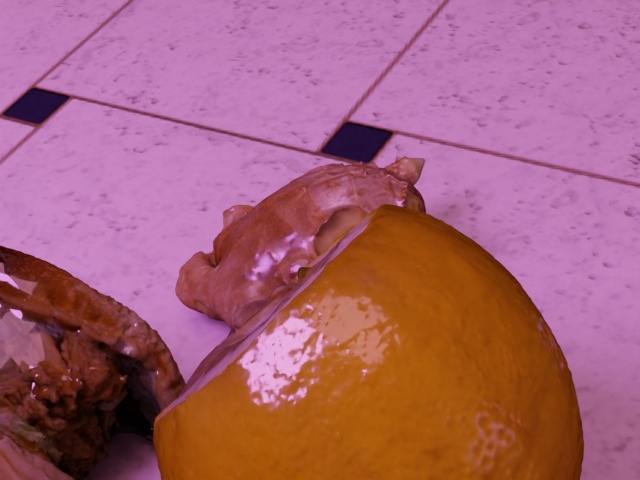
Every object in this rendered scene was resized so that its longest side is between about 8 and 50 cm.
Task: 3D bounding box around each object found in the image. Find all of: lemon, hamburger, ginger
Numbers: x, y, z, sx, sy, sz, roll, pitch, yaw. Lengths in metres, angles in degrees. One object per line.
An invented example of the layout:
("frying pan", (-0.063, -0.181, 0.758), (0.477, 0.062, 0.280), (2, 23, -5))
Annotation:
("lemon", (0.040, 0.116, 0.776), (0.219, 0.240, 0.240), (45, 55, -1))
("hamburger", (-0.240, 0.097, 0.891), (0.288, 0.192, 0.168), (12, 54, 25))
("ginger", (0.000, 0.000, 1.010), (0.216, 0.102, 0.157), (-34, 19, -19))
